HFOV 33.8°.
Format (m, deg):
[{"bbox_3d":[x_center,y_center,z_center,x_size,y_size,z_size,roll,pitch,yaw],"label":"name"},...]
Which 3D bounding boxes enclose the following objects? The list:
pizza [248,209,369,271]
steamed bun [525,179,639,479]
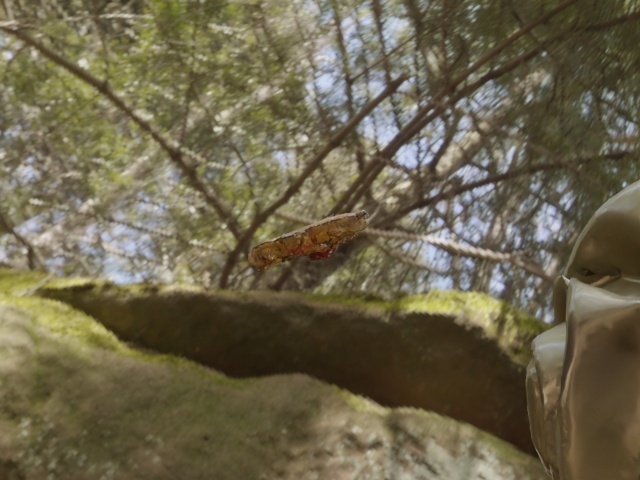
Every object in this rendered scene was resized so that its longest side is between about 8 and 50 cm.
[{"bbox_3d":[0.000,0.001,0.671,0.078,0.083,0.025,-14,-85,43],"label":"pizza"},{"bbox_3d":[0.277,0.119,0.760,0.255,0.368,0.342,2,-40,11],"label":"steamed bun"}]
